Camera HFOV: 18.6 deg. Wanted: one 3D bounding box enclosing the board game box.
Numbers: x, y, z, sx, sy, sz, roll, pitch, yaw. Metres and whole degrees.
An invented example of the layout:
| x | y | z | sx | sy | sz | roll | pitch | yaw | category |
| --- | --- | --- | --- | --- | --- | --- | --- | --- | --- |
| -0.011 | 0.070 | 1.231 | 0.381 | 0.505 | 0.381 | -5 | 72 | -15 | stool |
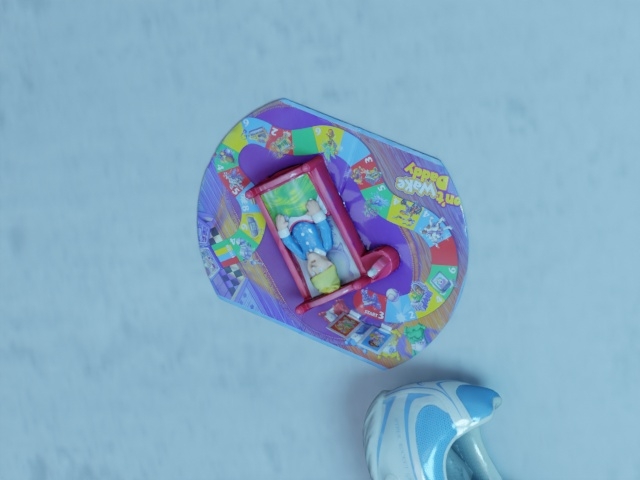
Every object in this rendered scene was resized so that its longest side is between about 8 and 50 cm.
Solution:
| x | y | z | sx | sy | sz | roll | pitch | yaw | category |
| --- | --- | --- | --- | --- | --- | --- | --- | --- | --- |
| 0.000 | 0.000 | 1.116 | 0.169 | 0.033 | 0.133 | 23 | 113 | 15 | board game box |

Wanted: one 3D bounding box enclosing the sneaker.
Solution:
| x | y | z | sx | sy | sz | roll | pitch | yaw | category |
| --- | --- | --- | --- | --- | --- | --- | --- | --- | --- |
| 0.085 | 0.193 | 1.107 | 0.086 | 0.085 | 0.237 | -6 | 104 | 29 | sneaker |
